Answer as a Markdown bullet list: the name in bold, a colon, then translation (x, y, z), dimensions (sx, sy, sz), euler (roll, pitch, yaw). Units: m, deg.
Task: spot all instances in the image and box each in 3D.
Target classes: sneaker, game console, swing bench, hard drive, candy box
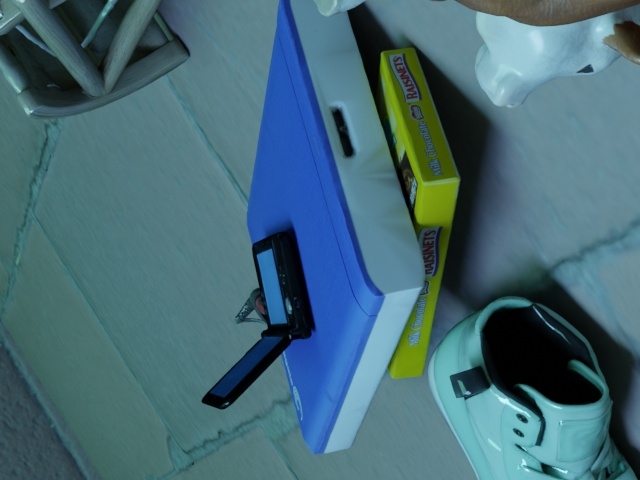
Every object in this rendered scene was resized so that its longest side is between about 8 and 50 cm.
- **sneaker**: translation (0.152, 0.150, 0.879), dimensions (0.256, 0.094, 0.151), euler (56, 167, 12)
- **game console**: translation (-0.053, 0.055, 1.020), dimensions (0.122, 0.071, 0.107), euler (162, 96, -78)
- **swing bench**: translation (-0.221, -0.245, 1.087), dimensions (0.253, 0.165, 0.254), euler (54, 160, 10)
- **hard drive**: translation (0.000, 0.000, 0.999), dimensions (0.318, 0.040, 0.210), euler (105, 152, -65)
- **candy box**: translation (0.051, -0.011, 0.920), dimensions (0.206, 0.027, 0.105), euler (94, 166, -52)

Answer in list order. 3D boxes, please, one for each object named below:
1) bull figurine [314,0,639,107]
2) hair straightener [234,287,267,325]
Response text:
- **bull figurine**: translation (0.095, -0.130, 0.531), dimensions (0.310, 0.188, 0.101), euler (143, 117, -63)
- **hair straightener**: translation (-0.019, 0.096, 1.279), dimensions (0.230, 0.047, 0.089), euler (13, 131, 63)
